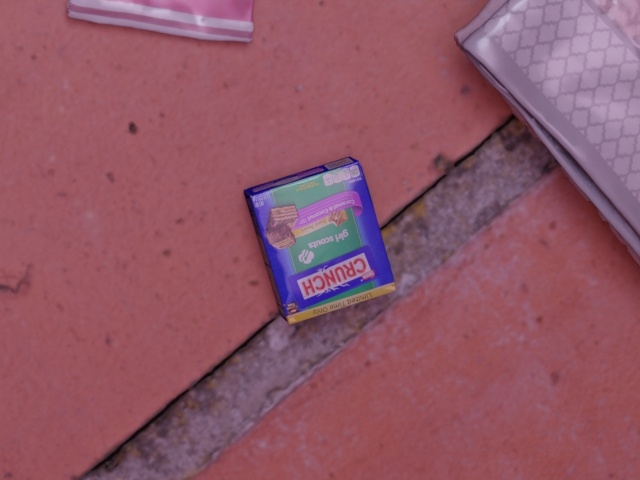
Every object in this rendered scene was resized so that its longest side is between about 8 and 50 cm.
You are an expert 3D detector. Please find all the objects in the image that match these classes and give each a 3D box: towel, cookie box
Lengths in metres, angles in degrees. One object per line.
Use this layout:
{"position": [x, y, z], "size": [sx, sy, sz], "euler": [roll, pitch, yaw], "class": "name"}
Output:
{"position": [-0.109, -0.252, 1.325], "size": [0.144, 0.029, 0.197], "euler": [7, 98, -8], "class": "towel"}
{"position": [0.317, -0.138, 1.351], "size": [0.317, 0.053, 0.332], "euler": [-43, 102, 1], "class": "towel"}
{"position": [0.000, 0.000, 1.375], "size": [0.091, 0.040, 0.107], "euler": [-18, 102, -6], "class": "cookie box"}
